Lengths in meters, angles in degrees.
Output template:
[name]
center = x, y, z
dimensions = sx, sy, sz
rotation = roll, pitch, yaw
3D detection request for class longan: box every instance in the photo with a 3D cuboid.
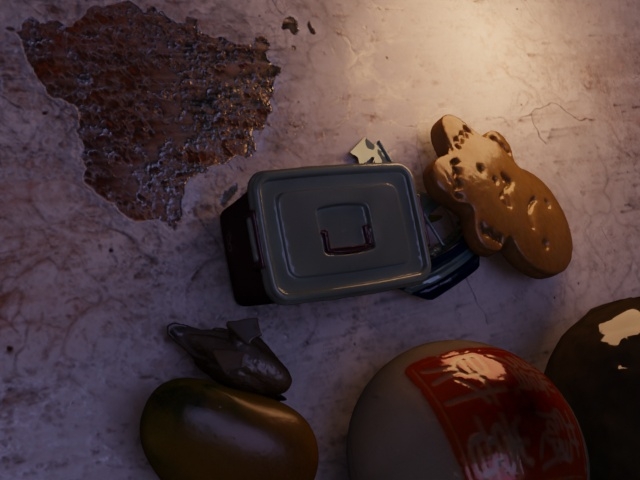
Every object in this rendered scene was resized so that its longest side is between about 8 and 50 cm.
[longan]
center = 0.558, 0.281, 1.404
dimensions = 0.391, 0.391, 0.391
rotation = 7, 75, -28

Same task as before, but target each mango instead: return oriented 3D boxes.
[mango]
center = -0.126, 0.281, 1.144
dimensions = 0.254, 0.139, 0.175
rotation = 22, 100, -17

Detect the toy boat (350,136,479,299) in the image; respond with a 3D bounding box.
[toy boat]
center = 0.149, -0.050, 1.435
dimensions = 0.220, 0.067, 0.291
rotation = -32, 92, -32

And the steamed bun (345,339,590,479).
[steamed bun]
center = 0.229, 0.304, 1.237
dimensions = 0.374, 0.241, 0.374
rotation = 15, 49, -18

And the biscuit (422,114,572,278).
[biscuit]
center = 0.323, -0.070, 1.506
dimensions = 0.355, 0.052, 0.275
rotation = 36, 48, -20

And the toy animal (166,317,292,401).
[toy animal]
center = -0.125, 0.170, 1.205
dimensions = 0.188, 0.179, 0.089
rotation = 21, 64, 16

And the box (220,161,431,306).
[box]
center = 0.000, 0.000, 1.275
dimensions = 0.294, 0.167, 0.193
rotation = -7, 80, -31
